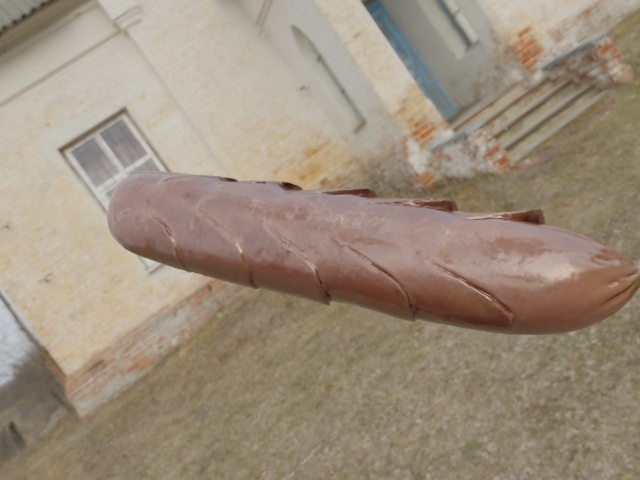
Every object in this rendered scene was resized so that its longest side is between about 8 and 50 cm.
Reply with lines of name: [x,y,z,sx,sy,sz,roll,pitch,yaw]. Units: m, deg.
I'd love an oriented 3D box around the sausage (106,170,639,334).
sausage: [0.000,0.002,0.492,0.433,0.088,0.088,8,29,31]
